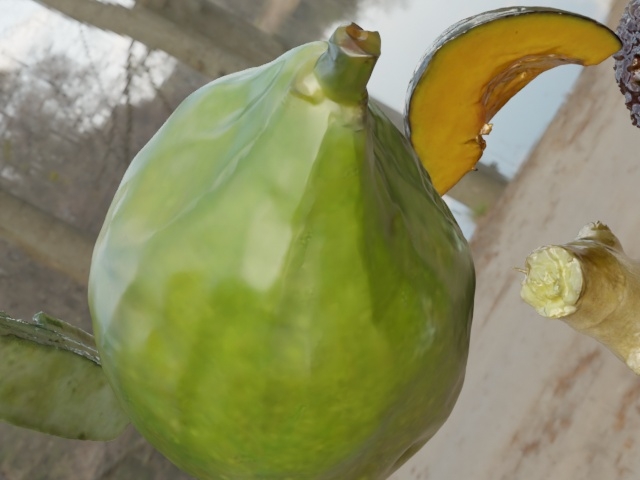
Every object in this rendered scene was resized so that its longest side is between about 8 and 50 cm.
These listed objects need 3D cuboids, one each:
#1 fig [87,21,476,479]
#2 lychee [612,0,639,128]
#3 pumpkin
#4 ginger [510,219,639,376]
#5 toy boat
[{"bbox_3d":[-0.001,-0.005,0.657,0.233,0.233,0.314,-75,6,-58],"label":"fig"},{"bbox_3d":[0.459,-0.201,1.284,0.271,0.271,0.271,-60,8,14],"label":"lychee"},{"bbox_3d":[0.135,-0.164,1.134,0.254,0.149,0.130,-41,36,23],"label":"pumpkin"},{"bbox_3d":[0.379,0.059,1.257,0.166,0.375,0.236,-10,45,52],"label":"ginger"},{"bbox_3d":[-0.217,0.109,0.952,0.093,0.055,0.293,-60,-33,-3],"label":"toy boat"}]
